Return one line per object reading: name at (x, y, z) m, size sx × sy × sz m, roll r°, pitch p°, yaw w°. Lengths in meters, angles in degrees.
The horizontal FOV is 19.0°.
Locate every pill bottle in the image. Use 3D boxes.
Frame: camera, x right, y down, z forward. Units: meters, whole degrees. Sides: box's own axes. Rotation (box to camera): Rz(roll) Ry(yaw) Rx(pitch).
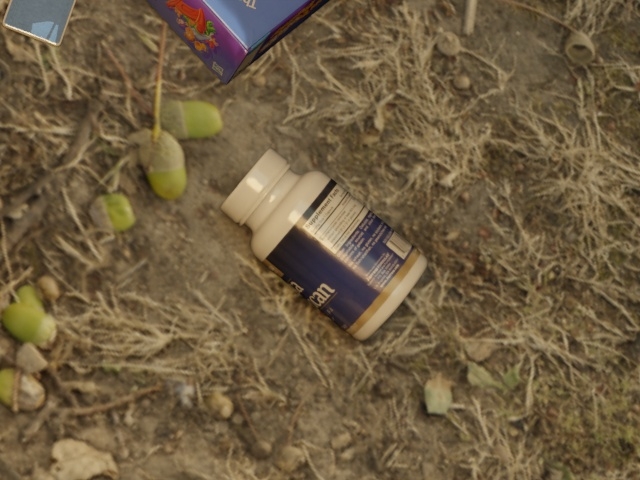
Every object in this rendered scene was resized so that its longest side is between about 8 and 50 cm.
pill bottle at (0.000, 0.000, 1.639) m, size 0.169 × 0.094 × 0.094 m, roll 40°, pitch 64°, yaw -1°

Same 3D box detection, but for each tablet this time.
tablet at (-0.243, -0.215, 1.683) m, size 0.054 × 0.006 × 0.083 m, roll 20°, pitch 67°, yaw -11°

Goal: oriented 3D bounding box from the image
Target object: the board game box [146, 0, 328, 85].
board game box at (-0.114, -0.345, 1.733) m, size 0.233 × 0.078 × 0.347 m, roll -41°, pitch 88°, yaw -26°
